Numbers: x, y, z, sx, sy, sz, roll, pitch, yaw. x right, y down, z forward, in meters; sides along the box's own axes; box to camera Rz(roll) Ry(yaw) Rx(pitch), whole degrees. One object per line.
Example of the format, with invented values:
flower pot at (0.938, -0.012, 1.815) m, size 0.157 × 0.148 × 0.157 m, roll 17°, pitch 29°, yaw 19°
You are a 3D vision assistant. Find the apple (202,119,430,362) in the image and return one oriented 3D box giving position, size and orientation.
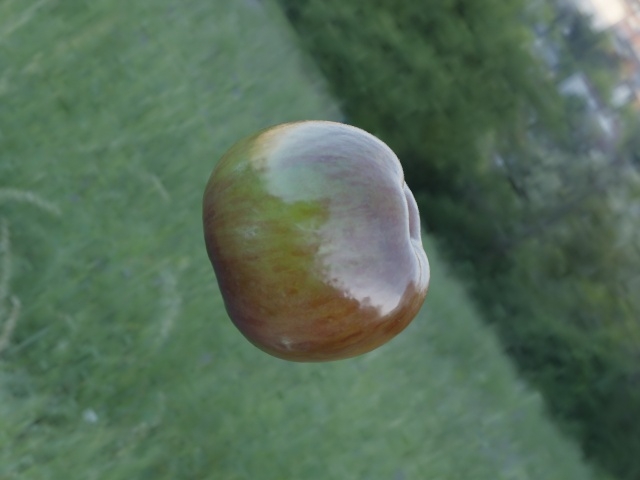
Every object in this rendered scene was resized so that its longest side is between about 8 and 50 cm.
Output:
apple at (-0.001, 0.001, 0.801) m, size 0.126 × 0.102 × 0.126 m, roll -11°, pitch 90°, yaw -76°
